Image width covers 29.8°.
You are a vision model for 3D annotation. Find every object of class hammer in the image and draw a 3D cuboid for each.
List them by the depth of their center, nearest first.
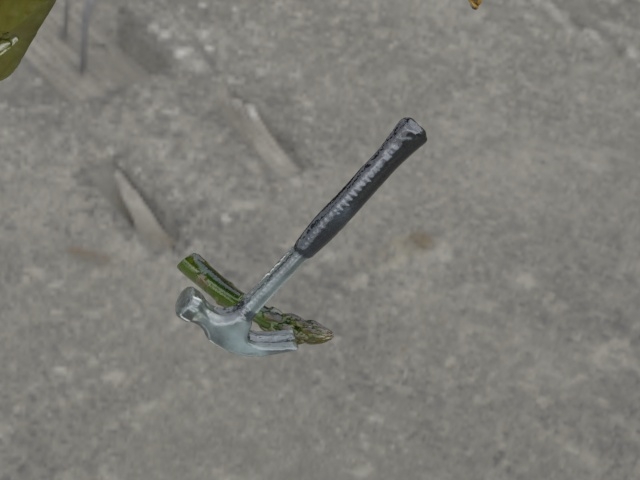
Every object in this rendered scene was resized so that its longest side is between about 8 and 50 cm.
[{"bbox_3d":[0.000,0.000,0.967,0.103,0.246,0.029,37,17,-27],"label":"hammer"}]

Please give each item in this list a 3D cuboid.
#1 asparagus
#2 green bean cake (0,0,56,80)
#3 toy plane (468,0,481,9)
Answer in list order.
[{"bbox_3d":[-0.072,0.054,1.116,0.034,0.027,0.236,-41,41,-21],"label":"asparagus"},{"bbox_3d":[-0.364,-0.264,1.160,0.124,0.236,0.233,50,28,22],"label":"green bean cake"},{"bbox_3d":[0.024,-0.321,0.938,0.316,0.103,0.204,53,18,8],"label":"toy plane"}]
